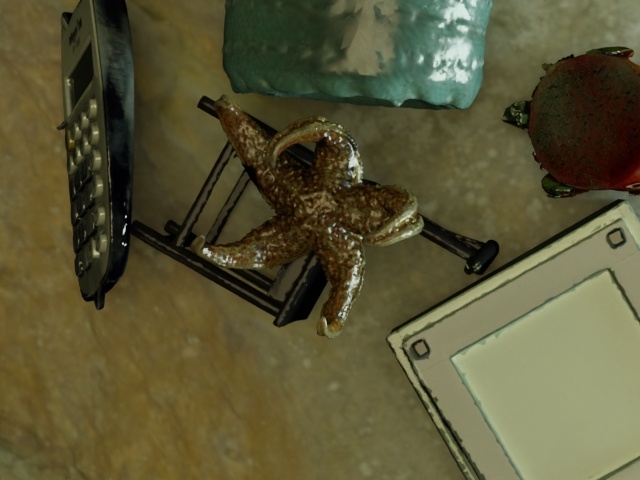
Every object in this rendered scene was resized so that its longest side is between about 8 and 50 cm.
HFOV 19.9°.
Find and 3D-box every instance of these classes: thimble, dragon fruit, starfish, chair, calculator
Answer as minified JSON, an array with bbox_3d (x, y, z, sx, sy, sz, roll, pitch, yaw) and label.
[{"bbox_3d":[0.025,-0.179,1.459,0.235,0.198,0.143,9,94,38],"label":"thimble"},{"bbox_3d":[0.250,-0.083,1.481,0.175,0.142,0.138,11,121,-24],"label":"dragon fruit"},{"bbox_3d":[-0.023,-0.024,1.377,0.190,0.074,0.146,45,95,7],"label":"starfish"},{"bbox_3d":[0.000,0.000,1.487,0.260,0.154,0.141,30,95,7],"label":"chair"},{"bbox_3d":[-0.184,-0.076,1.486,0.040,0.177,0.268,2,79,-17],"label":"calculator"}]

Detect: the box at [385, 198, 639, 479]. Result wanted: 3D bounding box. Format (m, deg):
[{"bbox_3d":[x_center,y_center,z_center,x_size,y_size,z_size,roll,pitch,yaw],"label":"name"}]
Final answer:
[{"bbox_3d":[0.204,0.118,1.483,0.225,0.117,0.225,-31,88,6],"label":"box"}]
